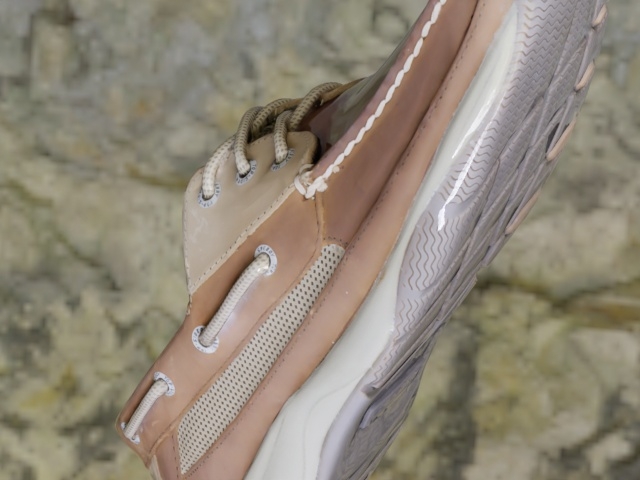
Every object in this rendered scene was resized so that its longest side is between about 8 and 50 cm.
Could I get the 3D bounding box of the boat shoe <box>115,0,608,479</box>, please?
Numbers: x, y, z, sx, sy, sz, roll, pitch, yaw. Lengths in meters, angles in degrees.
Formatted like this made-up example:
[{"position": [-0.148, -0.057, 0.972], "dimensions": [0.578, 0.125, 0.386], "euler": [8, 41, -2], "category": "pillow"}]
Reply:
[{"position": [0.000, 0.000, 0.701], "dimensions": [0.116, 0.324, 0.123], "euler": [35, -148, 12], "category": "boat shoe"}]
